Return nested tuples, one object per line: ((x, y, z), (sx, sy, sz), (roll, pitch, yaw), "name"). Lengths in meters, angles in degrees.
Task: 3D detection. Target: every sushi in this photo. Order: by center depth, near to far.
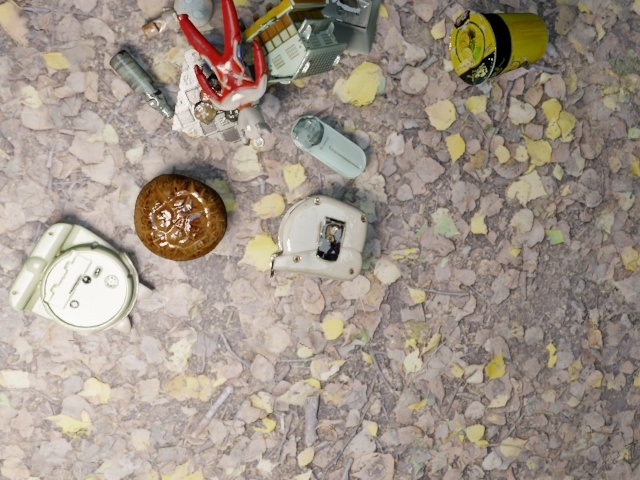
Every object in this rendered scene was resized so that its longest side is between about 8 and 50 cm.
((-0.275, -0.378, 1.616), (0.220, 0.047, 0.231), (10, 115, -14), "sushi")

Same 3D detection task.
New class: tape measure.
((0.000, 0.000, 1.723), (0.258, 0.130, 0.265), (10, 92, -12), "tape measure")

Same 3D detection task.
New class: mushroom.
((-0.380, -0.060, 1.616), (0.253, 0.153, 0.253), (-2, 105, -9), "mushroom")

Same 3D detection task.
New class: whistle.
((-0.379, -0.611, 1.612), (0.220, 0.057, 0.107), (-31, 115, -5), "whistle")

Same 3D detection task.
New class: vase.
((-0.472, -0.412, 1.603), (0.060, 0.060, 0.211), (-43, 104, -7), "vase")

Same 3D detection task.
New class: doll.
((-0.224, -0.423, 1.534), (0.189, 0.099, 0.383), (-18, 99, 13), "doll")

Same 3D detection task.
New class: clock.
((-0.622, 0.120, 1.589), (0.324, 0.109, 0.265), (30, 87, -15), "clock")

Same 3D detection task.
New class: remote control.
((0.023, -0.271, 1.741), (0.247, 0.052, 0.104), (33, 85, -14), "remote control")

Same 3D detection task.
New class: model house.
((-0.067, -0.539, 1.591), (0.199, 0.224, 0.215), (-21, 98, 34), "model house")

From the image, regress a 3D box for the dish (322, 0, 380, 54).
((0.056, -0.654, 1.702), (0.243, 0.080, 0.181), (11, 92, -15), "dish")

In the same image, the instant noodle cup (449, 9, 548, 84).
((0.536, -0.587, 1.776), (0.236, 0.215, 0.215), (-16, 99, -21), "instant noodle cup")
